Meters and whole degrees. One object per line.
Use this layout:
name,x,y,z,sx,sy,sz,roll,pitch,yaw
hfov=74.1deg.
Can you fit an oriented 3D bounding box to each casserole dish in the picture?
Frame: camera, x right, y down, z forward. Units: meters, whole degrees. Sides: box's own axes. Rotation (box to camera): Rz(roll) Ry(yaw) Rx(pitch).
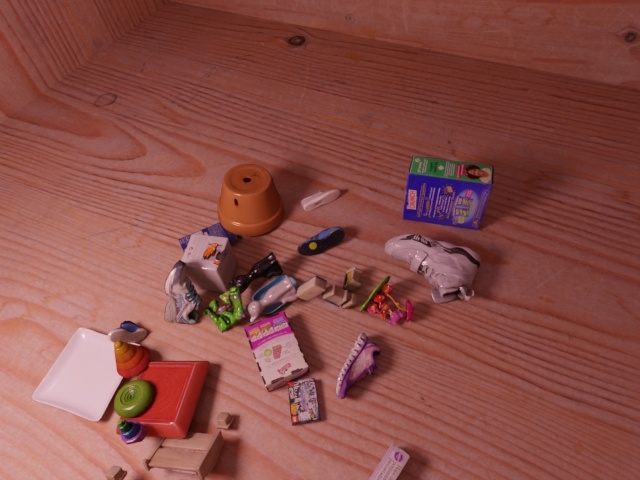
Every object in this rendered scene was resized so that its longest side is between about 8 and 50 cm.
casserole dish,-0.172,0.214,1.638,0.188,0.037,0.114,-36,58,-21

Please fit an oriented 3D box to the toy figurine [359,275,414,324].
toy figurine,0.257,0.244,1.544,0.159,0.130,0.173,40,88,18

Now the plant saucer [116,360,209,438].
plant saucer,-0.526,0.507,1.402,0.259,0.047,0.258,-4,47,15

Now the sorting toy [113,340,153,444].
sorting toy,-0.623,0.459,1.355,0.127,0.126,0.365,-21,44,-8

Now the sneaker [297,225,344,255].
sneaker,0.000,0.000,1.772,0.210,0.069,0.082,-25,22,-3

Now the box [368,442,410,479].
box,0.141,0.739,1.206,0.063,0.067,0.324,32,61,24

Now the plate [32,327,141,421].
plate,-0.815,0.469,1.501,0.278,0.045,0.277,12,55,12

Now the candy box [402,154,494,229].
candy box,0.510,-0.191,1.730,0.318,0.268,0.122,9,52,11

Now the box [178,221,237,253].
box,-0.479,0.004,1.818,0.225,0.036,0.136,-25,56,-13

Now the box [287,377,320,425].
box,-0.056,0.531,1.399,0.094,0.027,0.136,-10,54,-1

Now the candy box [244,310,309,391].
candy box,-0.155,0.385,1.488,0.159,0.071,0.233,-21,54,-11

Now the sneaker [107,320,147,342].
sneaker,-0.720,0.331,1.542,0.085,0.152,0.058,21,96,29

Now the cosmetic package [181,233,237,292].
cosmetic package,-0.431,0.092,1.658,0.152,0.183,0.151,6,54,8

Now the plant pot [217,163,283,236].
plant pot,-0.307,-0.190,1.822,0.291,0.203,0.290,1,50,-1

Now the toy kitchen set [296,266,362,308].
toy kitchen set,0.038,0.159,1.597,0.207,0.122,0.166,28,50,-24

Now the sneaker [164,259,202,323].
sneaker,-0.491,0.193,1.551,0.122,0.282,0.110,14,34,1

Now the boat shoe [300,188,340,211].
boat shoe,-0.001,-0.193,1.911,0.184,0.066,0.063,-29,57,-4

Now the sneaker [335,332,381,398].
sneaker,0.131,0.428,1.423,0.105,0.095,0.236,26,59,13

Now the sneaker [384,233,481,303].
sneaker,0.412,0.106,1.600,0.366,0.137,0.210,12,53,10

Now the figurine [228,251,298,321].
figurine,-0.219,0.180,1.600,0.210,0.092,0.214,-31,57,-7

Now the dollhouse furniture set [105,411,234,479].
dollhouse furniture set,-0.462,0.710,1.298,0.304,0.173,0.355,-3,23,19

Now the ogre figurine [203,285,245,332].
ogre figurine,-0.348,0.261,1.562,0.197,0.097,0.118,-31,77,9

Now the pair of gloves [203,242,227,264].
pair of gloves,-0.389,0.049,1.566,0.083,0.010,0.074,24,59,18
